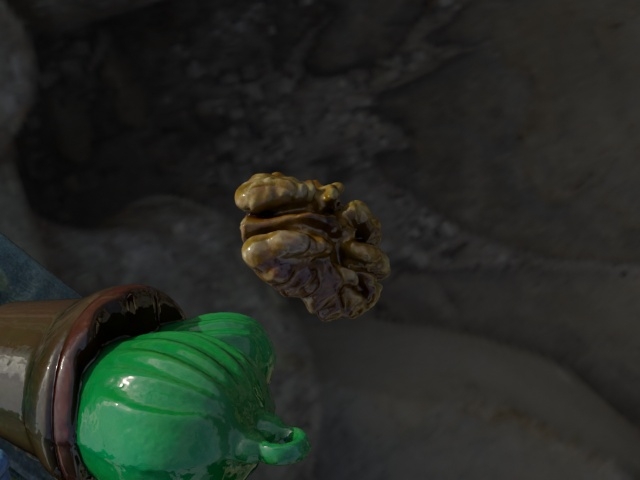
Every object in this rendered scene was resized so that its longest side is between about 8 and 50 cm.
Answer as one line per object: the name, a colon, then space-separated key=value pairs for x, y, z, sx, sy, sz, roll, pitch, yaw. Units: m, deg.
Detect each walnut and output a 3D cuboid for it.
walnut: x=0.000 y=0.000 z=1.783 sx=0.069 sy=0.170 sz=0.143 roll=-35 pitch=54 yaw=37

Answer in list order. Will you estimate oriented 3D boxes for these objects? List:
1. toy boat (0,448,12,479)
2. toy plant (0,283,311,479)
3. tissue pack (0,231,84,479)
toy boat: x=-0.242 y=0.211 z=1.081 sx=0.100 sy=0.097 sz=0.223 roll=36 pitch=79 yaw=-20
toy plant: x=-0.084 y=0.079 z=0.984 sx=0.200 sy=0.143 sz=0.105 roll=12 pitch=114 yaw=24
tissue pack: x=-0.250 y=0.079 z=1.332 sx=0.257 sy=0.185 sz=0.081 roll=38 pitch=124 yaw=-5
